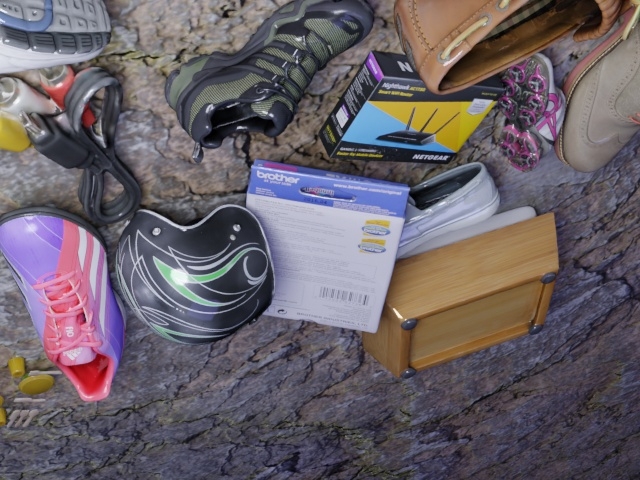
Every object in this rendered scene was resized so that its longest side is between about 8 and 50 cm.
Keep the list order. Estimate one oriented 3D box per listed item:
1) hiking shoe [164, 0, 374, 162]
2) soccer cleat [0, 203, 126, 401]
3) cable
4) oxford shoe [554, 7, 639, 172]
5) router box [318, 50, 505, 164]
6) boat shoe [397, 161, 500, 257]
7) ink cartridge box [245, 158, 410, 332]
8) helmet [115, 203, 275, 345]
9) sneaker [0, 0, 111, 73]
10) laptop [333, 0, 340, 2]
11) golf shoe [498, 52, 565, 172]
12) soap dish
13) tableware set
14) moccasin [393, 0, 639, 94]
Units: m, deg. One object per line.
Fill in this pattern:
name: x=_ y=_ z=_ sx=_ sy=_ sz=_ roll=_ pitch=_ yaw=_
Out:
hiking shoe: x=-0.038 y=-0.157 z=1.127 sx=0.227 sy=0.114 sz=0.086 roll=-28 pitch=150 yaw=7
soccer cleat: x=-0.286 y=0.074 z=1.293 sx=0.109 sy=0.116 sz=0.318 roll=-7 pitch=149 yaw=0
cable: x=-0.240 y=-0.106 z=1.151 sx=0.139 sy=0.072 sz=0.287 roll=-36 pitch=161 yaw=2
oxford shoe: x=0.388 y=-0.182 z=1.366 sx=0.123 sy=0.130 sz=0.348 roll=-10 pitch=146 yaw=-23
router box: x=0.104 y=-0.149 z=1.304 sx=0.179 sy=0.046 sz=0.133 roll=-1 pitch=142 yaw=-34
boat shoe: x=0.117 y=-0.041 z=1.465 sx=0.227 sy=0.079 sz=0.081 roll=-22 pitch=126 yaw=4
ink cartridge box: x=0.000 y=0.000 z=1.378 sx=0.186 sy=0.065 sz=0.311 roll=9 pitch=147 yaw=0
helmet: x=-0.149 y=0.036 z=1.295 sx=0.161 sy=0.169 sz=0.169 roll=-19 pitch=150 yaw=-24
sneaker: x=-0.322 y=-0.180 z=0.934 sx=0.297 sy=0.111 sz=0.129 roll=-1 pitch=158 yaw=-28
laptop: x=0.014 y=-0.411 z=0.870 sx=0.408 sy=0.236 sz=0.382 roll=-38 pitch=162 yaw=-38
golf shoe: x=0.260 y=-0.169 z=1.378 sx=0.086 sy=0.067 sz=0.186 roll=-45 pitch=154 yaw=-22
soap dish: x=0.206 y=0.082 z=1.659 sx=0.291 sy=0.118 sz=0.229 roll=-17 pitch=149 yaw=-9
tableware set: x=-0.417 y=0.204 z=1.514 sx=0.104 sy=0.024 sz=0.154 roll=5 pitch=140 yaw=-34
moccasin: x=0.265 y=-0.258 z=1.148 sx=0.380 sy=0.147 sz=0.139 roll=-22 pitch=149 yaw=-4
